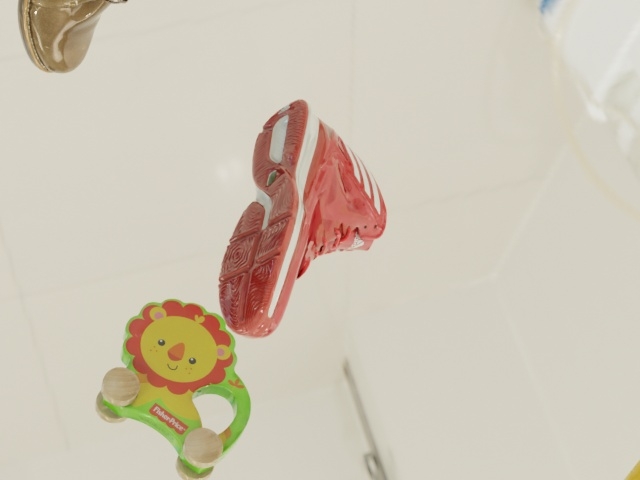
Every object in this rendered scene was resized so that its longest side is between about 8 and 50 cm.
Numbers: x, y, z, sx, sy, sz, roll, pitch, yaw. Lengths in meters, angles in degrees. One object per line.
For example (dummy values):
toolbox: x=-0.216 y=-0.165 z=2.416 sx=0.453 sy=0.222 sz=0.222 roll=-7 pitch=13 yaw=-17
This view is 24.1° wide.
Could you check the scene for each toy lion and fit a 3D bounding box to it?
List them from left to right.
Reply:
toy lion: x=-0.084 y=0.085 z=0.924 sx=0.096 sy=0.100 sz=0.034 roll=-48 pitch=170 yaw=-35

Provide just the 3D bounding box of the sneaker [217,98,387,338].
sneaker: x=0.000 y=0.000 z=1.222 sx=0.128 sy=0.221 sz=0.087 roll=33 pitch=145 yaw=-30

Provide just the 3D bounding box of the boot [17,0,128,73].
boot: x=-0.238 y=-0.276 z=1.590 sx=0.112 sy=0.115 sz=0.305 roll=-46 pitch=167 yaw=-43

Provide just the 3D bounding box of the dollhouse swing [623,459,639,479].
dollhouse swing: x=0.164 y=0.016 z=0.598 sx=0.305 sy=0.315 sz=0.347 roll=-41 pitch=141 yaw=10
